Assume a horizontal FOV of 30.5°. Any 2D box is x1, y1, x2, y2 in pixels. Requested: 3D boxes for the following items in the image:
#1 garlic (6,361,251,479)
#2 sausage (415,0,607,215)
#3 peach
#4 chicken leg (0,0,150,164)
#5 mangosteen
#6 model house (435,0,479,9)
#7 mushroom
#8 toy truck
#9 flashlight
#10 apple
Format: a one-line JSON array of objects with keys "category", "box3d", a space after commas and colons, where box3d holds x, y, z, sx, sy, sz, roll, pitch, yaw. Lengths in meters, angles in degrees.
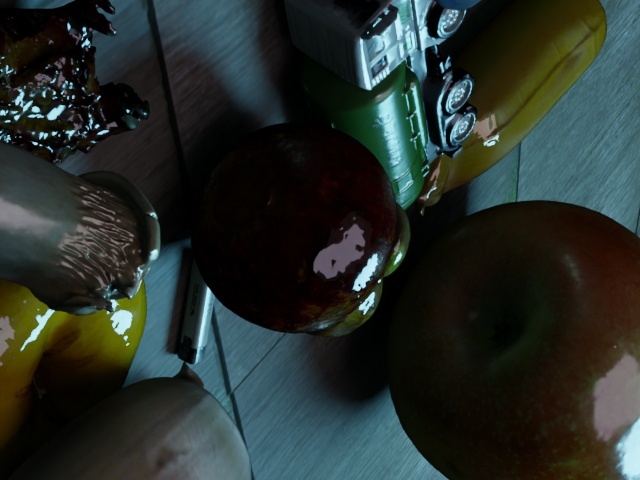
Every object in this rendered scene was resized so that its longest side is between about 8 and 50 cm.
[{"category": "garlic", "box3d": [-0.140, 0.159, 0.617, 0.266, 0.128, 0.148, -26, 146, -33]}, {"category": "sausage", "box3d": [0.156, -0.130, 1.080, 0.328, 0.112, 0.112, -47, 148, -33]}, {"category": "peach", "box3d": [-0.173, 0.059, 0.635, 0.179, 0.103, 0.179, -39, 145, -35]}, {"category": "chicken leg", "box3d": [-0.167, -0.081, 0.576, 0.234, 0.063, 0.105, -7, 114, -59]}, {"category": "mangosteen", "box3d": [0.003, -0.004, 0.826, 0.181, 0.146, 0.156, 23, 66, -30]}, {"category": "model house", "box3d": [0.180, -0.296, 0.621, 0.400, 0.445, 0.395, -64, 156, -8]}, {"category": "mushroom", "box3d": [-0.175, -0.013, 0.504, 0.223, 0.081, 0.092, 3, 121, -33]}, {"category": "toy truck", "box3d": [0.042, -0.120, 0.894, 0.125, 0.101, 0.242, -43, 150, -17]}, {"category": "flashlight", "box3d": [-0.091, 0.052, 0.873, 0.018, 0.018, 0.083, -22, 130, -54]}, {"category": "apple", "box3d": [0.214, 0.117, 1.171, 0.277, 0.319, 0.319, 21, 93, -46]}]
